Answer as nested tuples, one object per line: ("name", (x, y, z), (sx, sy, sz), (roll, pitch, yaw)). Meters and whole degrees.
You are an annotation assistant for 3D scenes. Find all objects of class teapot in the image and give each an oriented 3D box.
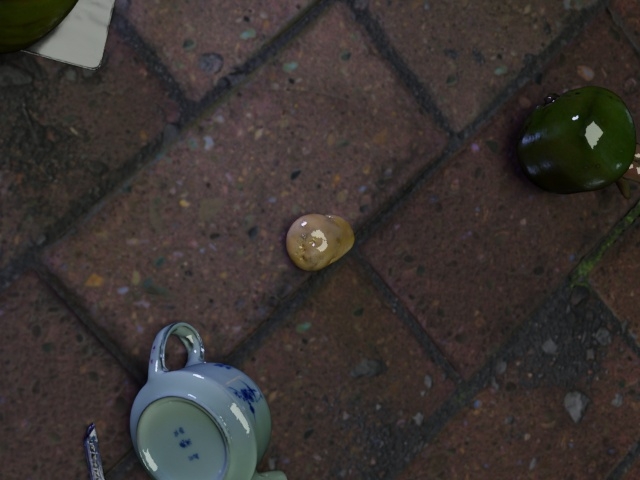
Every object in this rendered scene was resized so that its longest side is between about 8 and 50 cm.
("teapot", (-0.123, 0.202, 1.228), (0.159, 0.159, 0.232), (-31, 91, -18))

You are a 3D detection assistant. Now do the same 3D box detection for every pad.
("pad", (-0.288, -0.281, 1.223), (0.112, 0.003, 0.157), (13, 86, -21))

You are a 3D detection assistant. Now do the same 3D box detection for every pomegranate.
("pomegranate", (0.351, -0.121, 1.392), (0.191, 0.152, 0.131), (12, 77, -30))

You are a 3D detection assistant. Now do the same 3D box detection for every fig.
("fig", (-0.295, -0.284, 1.168), (0.259, 0.151, 0.151), (-16, 96, -38))

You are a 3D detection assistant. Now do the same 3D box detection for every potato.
("potato", (0.000, 0.000, 1.309), (0.083, 0.062, 0.068), (-20, 114, -41))

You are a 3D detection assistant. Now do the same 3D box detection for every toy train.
("toy train", (-0.258, 0.250, 1.232), (0.017, 0.017, 0.083), (-10, 94, -13))
